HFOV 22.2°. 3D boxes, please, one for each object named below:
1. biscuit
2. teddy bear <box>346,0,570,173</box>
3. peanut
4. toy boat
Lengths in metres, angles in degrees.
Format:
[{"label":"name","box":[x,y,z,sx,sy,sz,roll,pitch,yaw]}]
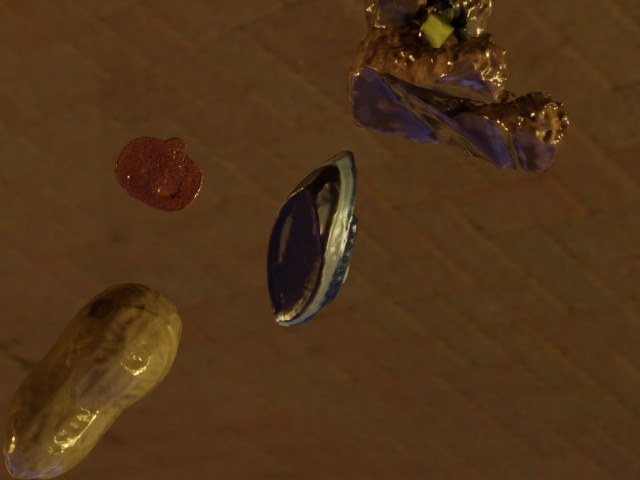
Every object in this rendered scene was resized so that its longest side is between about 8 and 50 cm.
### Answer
[{"label":"biscuit","box":[-0.165,-0.072,1.685,0.091,0.078,0.015,33,180,-5]},{"label":"teddy bear","box":[0.149,-0.202,1.731,0.296,0.222,0.246,4,148,49]},{"label":"peanut","box":[-0.233,0.143,1.642,0.120,0.236,0.110,25,156,36]},{"label":"toy boat","box":[0.000,0.000,2.199,0.114,0.115,0.262,32,126,29]}]
